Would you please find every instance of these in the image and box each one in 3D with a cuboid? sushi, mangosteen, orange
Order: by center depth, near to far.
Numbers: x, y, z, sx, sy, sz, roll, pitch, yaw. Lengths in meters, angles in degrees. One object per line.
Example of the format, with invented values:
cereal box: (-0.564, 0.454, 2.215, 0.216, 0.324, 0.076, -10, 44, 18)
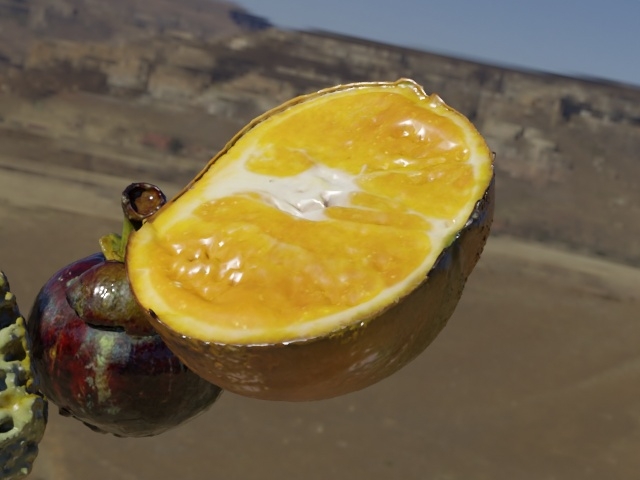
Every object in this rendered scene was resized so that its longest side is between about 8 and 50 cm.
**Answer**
orange: (-0.003, 0.002, 1.189, 0.274, 0.274, 0.310, 14, 14, 24)
sushi: (-0.339, 0.109, 1.226, 0.139, 0.274, 0.184, -20, -10, 38)
mangosteen: (-0.193, 0.074, 1.582, 0.231, 0.289, 0.231, 16, 21, -6)
